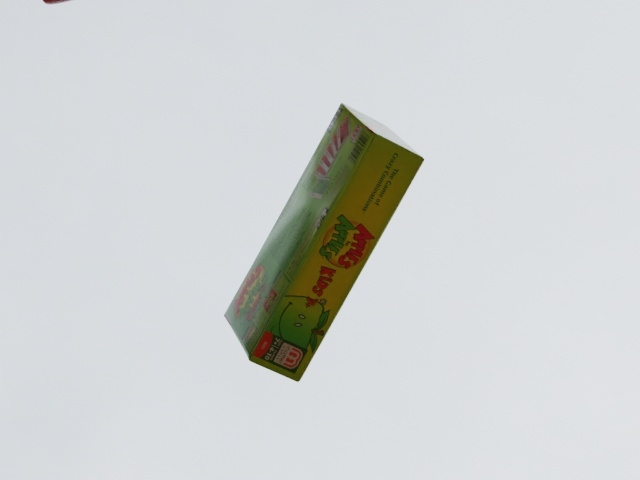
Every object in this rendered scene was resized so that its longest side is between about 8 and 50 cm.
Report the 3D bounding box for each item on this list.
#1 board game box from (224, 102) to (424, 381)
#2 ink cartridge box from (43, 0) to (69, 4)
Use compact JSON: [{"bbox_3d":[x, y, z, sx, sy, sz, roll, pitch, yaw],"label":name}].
[{"bbox_3d":[0.000,0.000,1.214,0.181,0.043,0.092,-61,-159,9],"label":"board game box"},{"bbox_3d":[-0.074,-0.234,0.934,0.218,0.092,0.158,-6,-64,30],"label":"ink cartridge box"}]
